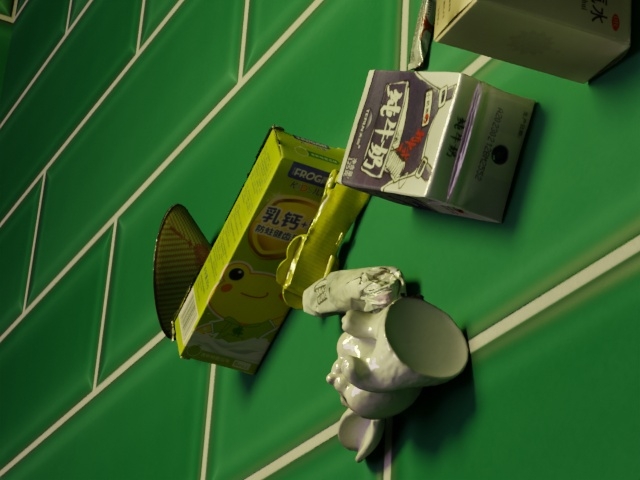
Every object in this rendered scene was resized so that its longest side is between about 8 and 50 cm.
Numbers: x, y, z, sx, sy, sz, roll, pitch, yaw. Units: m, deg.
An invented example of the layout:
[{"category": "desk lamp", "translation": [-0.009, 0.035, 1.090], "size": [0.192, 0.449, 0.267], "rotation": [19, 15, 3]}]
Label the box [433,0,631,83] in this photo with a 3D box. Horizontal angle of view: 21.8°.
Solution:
[{"category": "box", "translation": [0.206, -0.274, 1.569], "size": [0.095, 0.168, 0.212], "rotation": [139, 140, -59]}]

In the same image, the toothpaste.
[{"category": "toothpaste", "translation": [-0.073, 0.019, 2.076], "size": [0.327, 0.110, 0.077], "rotation": [-61, 25, 27]}]

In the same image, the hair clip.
[{"category": "hair clip", "translation": [0.000, 0.000, 1.974], "size": [0.173, 0.072, 0.046], "rotation": [-67, 15, 6]}]

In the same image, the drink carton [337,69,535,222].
[{"category": "drink carton", "translation": [0.120, -0.101, 1.741], "size": [0.222, 0.102, 0.134], "rotation": [15, 86, 65]}]

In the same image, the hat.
[{"category": "hat", "translation": [-0.167, 0.046, 2.322], "size": [0.193, 0.082, 0.193], "rotation": [2, -90, -77]}]

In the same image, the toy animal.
[{"category": "toy animal", "translation": [0.046, 0.148, 1.713], "size": [0.221, 0.131, 0.103], "rotation": [-51, 46, 48]}]

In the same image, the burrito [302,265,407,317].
[{"category": "burrito", "translation": [0.039, 0.059, 1.863], "size": [0.203, 0.064, 0.064], "rotation": [-6, 69, 66]}]

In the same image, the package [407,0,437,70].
[{"category": "package", "translation": [0.122, -0.252, 1.936], "size": [0.037, 0.015, 0.110], "rotation": [0, 76, 65]}]
